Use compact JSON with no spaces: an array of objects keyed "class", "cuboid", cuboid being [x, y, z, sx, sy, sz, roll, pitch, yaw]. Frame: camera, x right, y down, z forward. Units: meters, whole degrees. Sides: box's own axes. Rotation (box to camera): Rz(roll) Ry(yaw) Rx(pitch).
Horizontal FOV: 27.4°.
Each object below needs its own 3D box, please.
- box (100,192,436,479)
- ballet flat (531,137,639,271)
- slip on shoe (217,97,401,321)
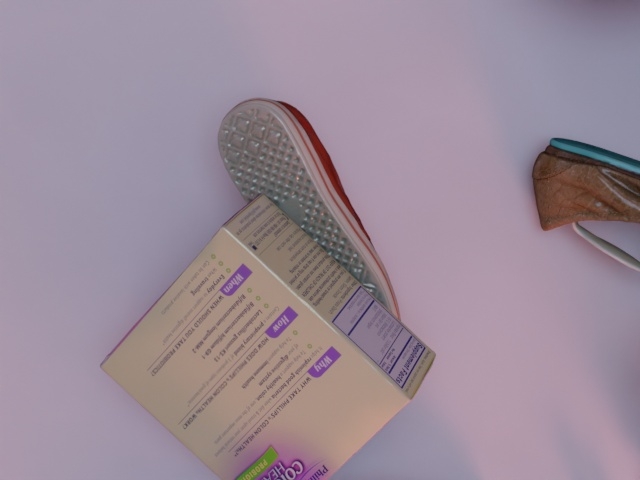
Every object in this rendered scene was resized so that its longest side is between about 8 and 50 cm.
[{"class":"box","cuboid":[-0.051,0.119,1.304,0.243,0.117,0.213,43,115,1]},{"class":"ballet flat","cuboid":[0.383,-0.016,1.363,0.342,0.116,0.124,13,103,16]},{"class":"slip on shoe","cuboid":[0.000,0.000,1.367,0.123,0.101,0.331,-22,100,21]}]
